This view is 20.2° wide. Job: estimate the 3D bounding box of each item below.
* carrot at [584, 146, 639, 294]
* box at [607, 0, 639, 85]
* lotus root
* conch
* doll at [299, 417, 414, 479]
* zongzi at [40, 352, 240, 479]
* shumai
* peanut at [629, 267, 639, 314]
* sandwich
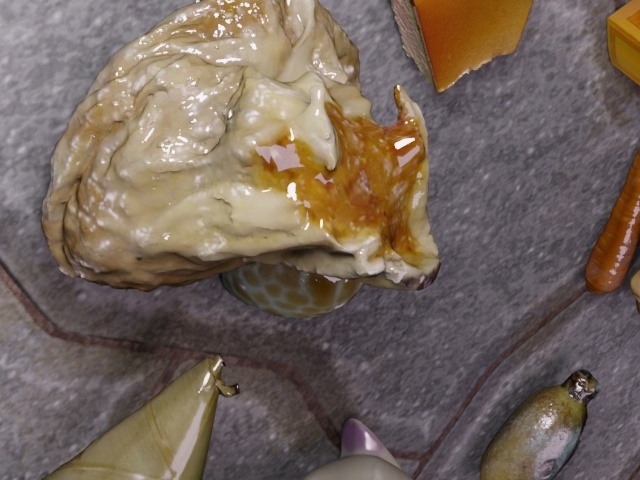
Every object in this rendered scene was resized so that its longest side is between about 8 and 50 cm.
[{"bbox_3d":[0.341,-0.032,1.996,0.048,0.048,0.216,-10,127,-39],"label":"carrot"},{"bbox_3d":[0.445,-0.226,1.787,0.274,0.174,0.076,-35,143,-14],"label":"box"},{"bbox_3d":[0.263,0.233,2.139,0.192,0.088,0.113,-56,160,13],"label":"lotus root"},{"bbox_3d":[-0.005,0.014,1.641,0.173,0.106,0.116,-23,122,-7],"label":"conch"},{"bbox_3d":[0.024,0.381,1.829,0.370,0.226,0.215,-57,159,-50],"label":"doll"},{"bbox_3d":[-0.160,0.331,1.741,0.418,0.181,0.447,-44,148,-1],"label":"zongzi"},{"bbox_3d":[-0.045,-0.028,1.422,0.314,0.262,0.267,-36,143,-10],"label":"shumai"},{"bbox_3d":[0.446,0.016,2.086,0.233,0.110,0.197,-10,137,-39],"label":"peanut"},{"bbox_3d":[0.109,-0.206,1.568,0.193,0.058,0.162,-15,135,-39],"label":"sandwich"}]
